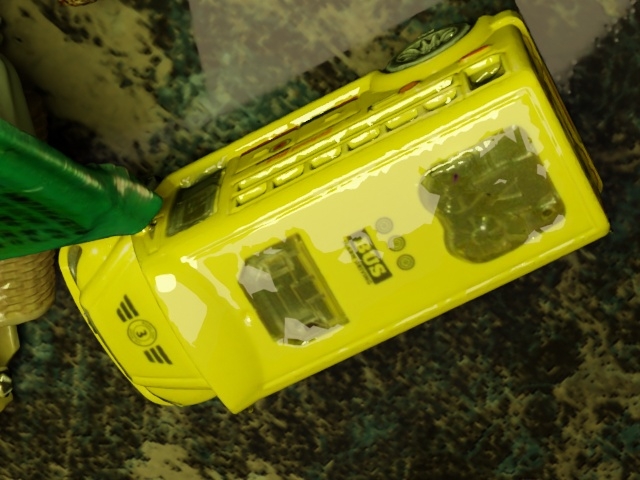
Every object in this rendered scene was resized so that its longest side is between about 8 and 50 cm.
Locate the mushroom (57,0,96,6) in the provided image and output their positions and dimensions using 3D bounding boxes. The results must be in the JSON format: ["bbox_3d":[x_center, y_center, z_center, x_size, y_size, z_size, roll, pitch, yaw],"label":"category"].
[{"bbox_3d":[-0.143,-0.199,0.834,0.127,0.087,0.127,0,114,0],"label":"mushroom"}]

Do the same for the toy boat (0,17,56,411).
[{"bbox_3d":[-0.220,-0.017,0.895,0.115,0.089,0.310,6,111,19],"label":"toy boat"}]

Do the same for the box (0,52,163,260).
[{"bbox_3d":[-0.287,-0.047,0.748,0.337,0.264,0.106,-10,76,14],"label":"box"}]

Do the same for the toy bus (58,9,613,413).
[{"bbox_3d":[0.000,0.000,0.870,0.330,0.152,0.144,-26,109,12],"label":"toy bus"}]
